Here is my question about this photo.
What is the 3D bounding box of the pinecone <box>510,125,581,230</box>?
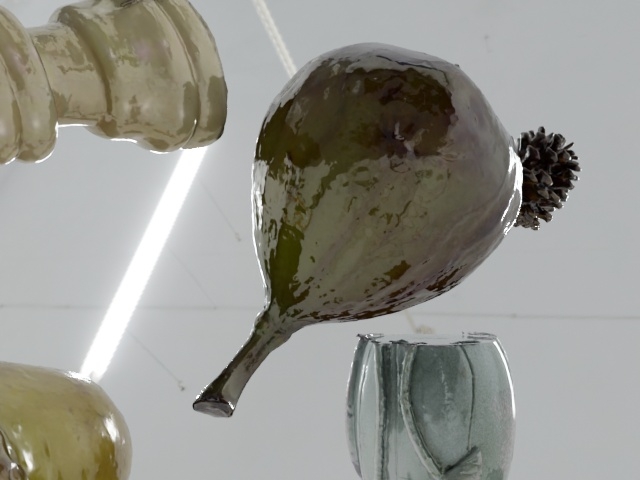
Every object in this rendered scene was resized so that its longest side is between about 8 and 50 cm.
[{"bbox_3d":[0.202,-0.058,0.717,0.110,0.102,0.102,-27,-134,-4],"label":"pinecone"}]

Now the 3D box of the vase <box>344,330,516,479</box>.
[{"bbox_3d":[0.161,0.353,1.034,0.250,0.250,0.444,-1,-91,24],"label":"vase"}]

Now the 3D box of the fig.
[{"bbox_3d":[0.000,0.000,0.573,0.320,0.217,0.217,-49,-132,-4],"label":"fig"}]

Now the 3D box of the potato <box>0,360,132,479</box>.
[{"bbox_3d":[-0.301,0.202,0.685,0.296,0.397,0.289,-19,-110,-43],"label":"potato"}]

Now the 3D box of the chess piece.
[{"bbox_3d":[-0.222,-0.105,0.503,0.124,0.138,0.307,8,-159,42],"label":"chess piece"}]
